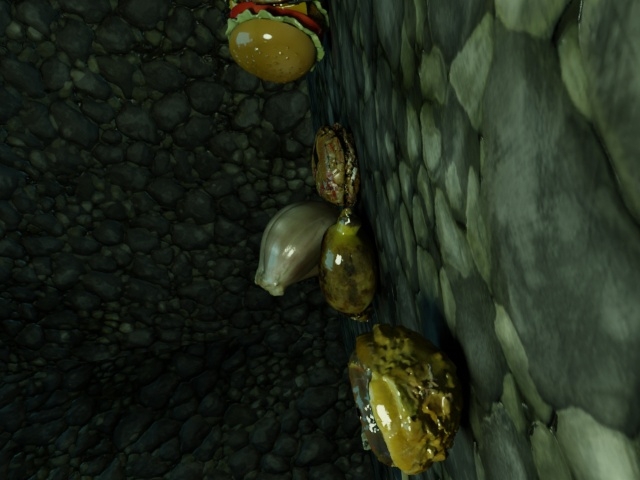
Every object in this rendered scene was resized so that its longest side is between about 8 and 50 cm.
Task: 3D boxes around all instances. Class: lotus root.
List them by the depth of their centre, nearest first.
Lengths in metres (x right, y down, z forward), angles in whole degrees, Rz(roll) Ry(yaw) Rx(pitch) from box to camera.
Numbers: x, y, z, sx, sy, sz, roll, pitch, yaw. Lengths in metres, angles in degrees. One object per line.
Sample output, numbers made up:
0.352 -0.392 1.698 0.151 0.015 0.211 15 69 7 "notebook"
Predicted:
0.063 0.059 1.155 0.169 0.142 0.314 -95 -1 -59 "lotus root"

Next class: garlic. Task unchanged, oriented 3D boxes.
0.000 0.000 1.289 0.231 0.340 0.245 -24 76 60 "garlic"

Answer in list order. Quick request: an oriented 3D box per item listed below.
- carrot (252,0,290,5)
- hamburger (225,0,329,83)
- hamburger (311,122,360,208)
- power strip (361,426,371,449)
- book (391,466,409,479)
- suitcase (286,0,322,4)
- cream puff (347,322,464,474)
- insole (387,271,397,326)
-0.080 -0.614 0.871 0.224 0.224 0.340 -102 0 -54 "carrot"
-0.116 -0.535 1.272 0.274 0.275 0.212 90 -169 -79 "hamburger"
0.040 -0.187 1.258 0.231 0.107 0.230 176 90 -83 "hamburger"
0.146 0.571 1.522 0.252 0.027 0.060 -66 -33 -77 "power strip"
0.171 0.475 1.256 0.191 0.025 0.269 -128 25 -58 "book"
-0.034 -0.579 1.090 0.059 0.126 0.086 -78 -18 -57 "suitcase"
0.110 0.187 0.605 0.189 0.130 0.189 -20 -90 -85 "cream puff"
0.152 0.139 1.016 0.053 0.002 0.152 -115 15 -82 "insole"
